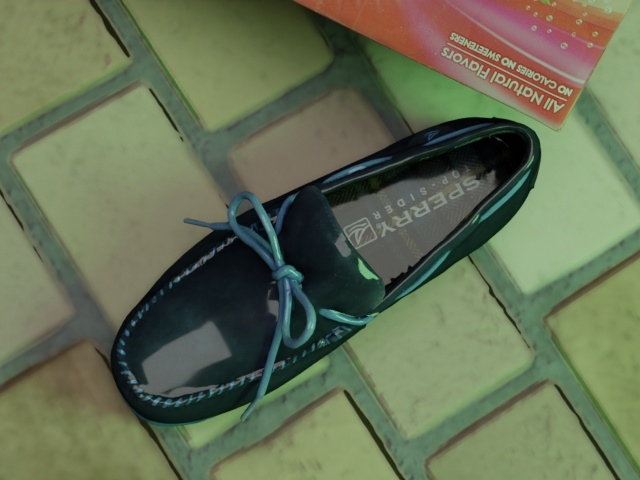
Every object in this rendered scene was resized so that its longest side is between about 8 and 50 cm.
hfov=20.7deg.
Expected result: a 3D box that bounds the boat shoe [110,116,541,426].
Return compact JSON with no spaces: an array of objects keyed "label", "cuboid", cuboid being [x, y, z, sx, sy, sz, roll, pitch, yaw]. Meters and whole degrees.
[{"label":"boat shoe","cuboid":[0.000,0.000,0.917,0.258,0.089,0.109,-38,85,-14]}]

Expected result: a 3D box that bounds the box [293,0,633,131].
[{"label":"box","cuboid":[0.028,-0.201,0.911,0.300,0.142,0.154,27,114,-2]}]
